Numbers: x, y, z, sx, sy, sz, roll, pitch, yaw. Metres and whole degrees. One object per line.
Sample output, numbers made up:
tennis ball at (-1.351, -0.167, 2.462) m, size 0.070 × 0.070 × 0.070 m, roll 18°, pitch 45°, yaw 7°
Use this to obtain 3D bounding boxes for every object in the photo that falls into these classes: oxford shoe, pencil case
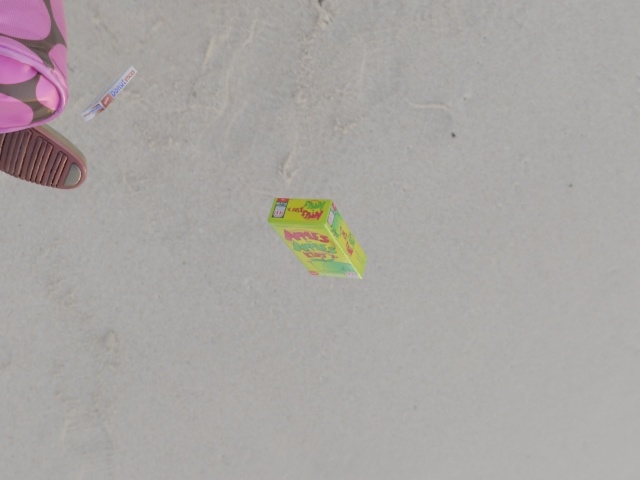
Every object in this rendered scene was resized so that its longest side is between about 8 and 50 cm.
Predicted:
oxford shoe at (-0.530, -0.214, 1.035) m, size 0.348 × 0.130 × 0.123 m, roll 34°, pitch 124°, yaw -14°
pencil case at (-0.225, -0.171, 0.422) m, size 0.098 × 0.209 × 0.095 m, roll -16°, pitch 153°, yaw 1°

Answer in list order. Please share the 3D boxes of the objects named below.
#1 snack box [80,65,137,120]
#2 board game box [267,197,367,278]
snack box at (-0.472, -0.333, 1.406) m, size 0.064 × 0.178 × 0.022 m, roll -21°, pitch 123°, yaw 28°
board game box at (0.000, 0.000, 0.962) m, size 0.092 × 0.043 × 0.181 m, roll 4°, pitch 154°, yaw 25°
